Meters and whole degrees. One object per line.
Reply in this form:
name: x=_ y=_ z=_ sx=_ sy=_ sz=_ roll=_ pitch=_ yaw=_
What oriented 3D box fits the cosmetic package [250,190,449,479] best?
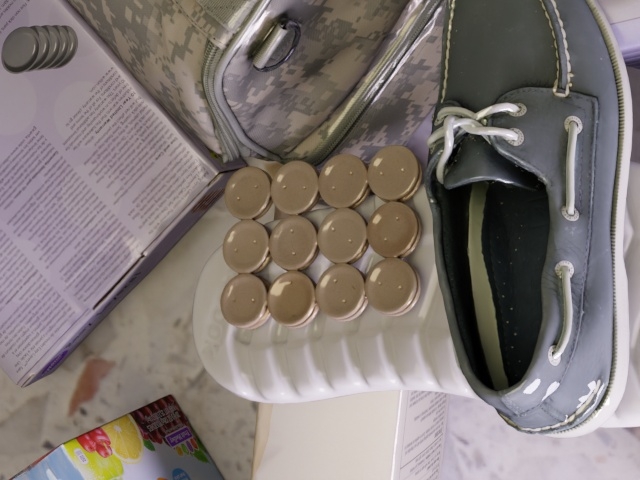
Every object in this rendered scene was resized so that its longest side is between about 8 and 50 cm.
cosmetic package: x=0.027 y=0.117 z=1.420 sx=0.113 sy=0.160 sz=0.309 roll=9 pitch=98 yaw=17

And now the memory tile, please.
memory tile: x=0.000 y=0.000 z=1.259 sx=0.148 sy=0.012 sz=0.113 roll=-6 pitch=76 yaw=29

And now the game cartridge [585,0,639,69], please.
game cartridge: x=0.358 y=-0.168 z=1.238 sx=0.355 sy=0.230 sz=0.068 roll=-12 pitch=93 yaw=20

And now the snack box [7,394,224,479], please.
snack box: x=-0.129 y=0.221 z=1.458 sx=0.070 sy=0.207 sz=0.174 roll=-35 pitch=84 yaw=19

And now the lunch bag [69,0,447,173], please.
lunch bag: x=-0.069 y=-0.200 z=1.331 sx=0.305 sy=0.256 sz=0.212 roll=46 pitch=104 yaw=27

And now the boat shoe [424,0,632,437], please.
boat shoe: x=0.117 y=-0.044 z=1.152 sx=0.116 sy=0.099 sz=0.319 roll=-13 pitch=74 yaw=33

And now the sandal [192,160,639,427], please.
sandal: x=0.112 y=0.034 z=1.260 sx=0.416 sy=0.102 sz=0.169 roll=1 pitch=82 yaw=27

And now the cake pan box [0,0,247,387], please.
cake pan box: x=-0.230 y=-0.053 z=1.536 sx=0.246 sy=0.070 sz=0.267 roll=47 pitch=108 yaw=11
